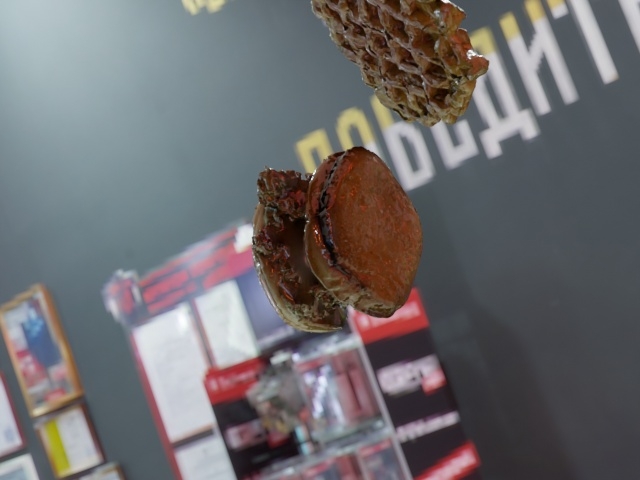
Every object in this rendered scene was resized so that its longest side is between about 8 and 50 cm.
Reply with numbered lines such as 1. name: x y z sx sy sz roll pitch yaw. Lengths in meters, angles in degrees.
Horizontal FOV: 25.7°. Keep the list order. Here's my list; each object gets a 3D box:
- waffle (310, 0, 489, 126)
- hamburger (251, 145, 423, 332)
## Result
1. waffle: 0.060 -0.215 1.336 0.052 0.245 0.254 -39 -1 -18
2. hamburger: 0.000 0.000 1.270 0.131 0.185 0.159 -15 38 36
